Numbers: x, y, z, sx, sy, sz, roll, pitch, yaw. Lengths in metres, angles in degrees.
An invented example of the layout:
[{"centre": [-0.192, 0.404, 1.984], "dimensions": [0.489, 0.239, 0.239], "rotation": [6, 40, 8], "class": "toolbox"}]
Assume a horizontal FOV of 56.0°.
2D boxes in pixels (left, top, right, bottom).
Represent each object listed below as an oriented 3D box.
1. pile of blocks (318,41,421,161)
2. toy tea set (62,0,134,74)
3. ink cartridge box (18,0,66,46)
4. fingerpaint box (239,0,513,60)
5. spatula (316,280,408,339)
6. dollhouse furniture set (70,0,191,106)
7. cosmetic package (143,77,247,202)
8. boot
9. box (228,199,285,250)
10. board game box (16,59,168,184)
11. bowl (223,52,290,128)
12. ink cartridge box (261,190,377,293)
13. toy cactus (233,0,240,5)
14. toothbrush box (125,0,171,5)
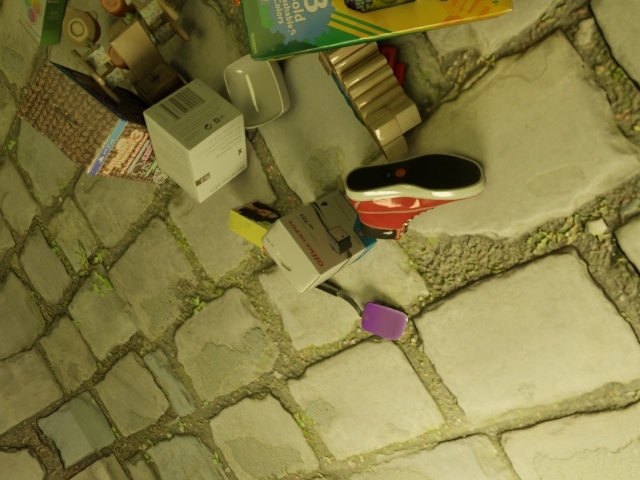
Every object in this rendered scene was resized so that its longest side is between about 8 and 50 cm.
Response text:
[{"centre": [0.072, -0.322, 1.067], "dimensions": [0.113, 0.149, 0.362], "rotation": [-32, 99, 2], "class": "pile of blocks"}, {"centre": [-0.525, -0.573, 1.461], "dimensions": [0.200, 0.124, 0.335], "rotation": [-1, 108, 10], "class": "toy tea set"}, {"centre": [-0.749, -0.646, 1.625], "dimensions": [0.109, 0.062, 0.209], "rotation": [48, 132, 14], "class": "ink cartridge box"}, {"centre": [0.049, -0.507, 0.835], "dimensions": [0.371, 0.163, 0.444], "rotation": [-7, 107, 11], "class": "fingerpaint box"}, {"centre": [0.054, 0.130, 1.323], "dimensions": [0.296, 0.030, 0.084], "rotation": [28, 128, 28], "class": "spatula"}, {"centre": [-0.362, -0.368, 1.304], "dimensions": [0.161, 0.212, 0.242], "rotation": [44, 173, 18], "class": "dollhouse furniture set"}, {"centre": [-0.267, -0.216, 1.314], "dimensions": [0.151, 0.151, 0.183], "rotation": [40, 155, 20], "class": "cosmetic package"}, {"centre": [0.181, -0.067, 1.100], "dimensions": [0.244, 0.088, 0.176], "rotation": [-4, 144, 18], "class": "boot"}, {"centre": [-0.094, -0.013, 1.346], "dimensions": [0.232, 0.087, 0.058], "rotation": [28, 126, 27], "class": "box"}, {"centre": [-0.486, -0.261, 1.390], "dimensions": [0.232, 0.291, 0.141], "rotation": [38, 102, 13], "class": "board game box"}, {"centre": [-0.124, -0.314, 1.253], "dimensions": [0.142, 0.053, 0.142], "rotation": [-10, 102, 43], "class": "bowl"}, {"centre": [0.000, 0.000, 1.197], "dimensions": [0.139, 0.191, 0.082], "rotation": [53, 134, 8], "class": "ink cartridge box"}, {"centre": [-0.127, -0.528, 1.136], "dimensions": [0.219, 0.112, 0.180], "rotation": [44, 122, 28], "class": "toy cactus"}, {"centre": [-0.331, -0.658, 1.221], "dimensions": [0.296, 0.126, 0.216], "rotation": [-25, 93, 45], "class": "toothbrush box"}]
